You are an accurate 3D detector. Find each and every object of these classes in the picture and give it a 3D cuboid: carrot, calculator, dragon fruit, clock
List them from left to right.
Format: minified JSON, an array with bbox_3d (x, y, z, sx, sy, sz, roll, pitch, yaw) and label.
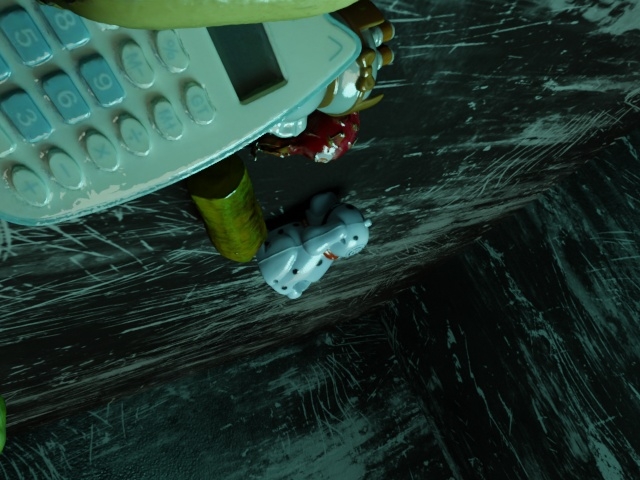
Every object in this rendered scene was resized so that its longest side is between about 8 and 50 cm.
[{"bbox_3d":[-0.163,-0.170,0.402,0.386,0.054,0.256,-31,123,-12],"label":"calculator"},{"bbox_3d":[-0.161,-0.049,0.871,0.114,0.114,0.302,-23,159,-9],"label":"carrot"},{"bbox_3d":[-0.020,-0.161,0.792,0.190,0.094,0.094,-23,162,7],"label":"dragon fruit"},{"bbox_3d":[-0.003,-0.001,1.104,0.254,0.189,0.189,-32,161,22],"label":"clock"}]

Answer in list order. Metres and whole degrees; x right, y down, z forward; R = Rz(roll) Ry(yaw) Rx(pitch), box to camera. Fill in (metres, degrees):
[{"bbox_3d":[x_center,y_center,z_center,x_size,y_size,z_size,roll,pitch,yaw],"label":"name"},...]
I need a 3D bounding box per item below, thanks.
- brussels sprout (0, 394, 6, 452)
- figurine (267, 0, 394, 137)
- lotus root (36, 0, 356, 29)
[{"bbox_3d":[-0.693,0.308,0.829,0.268,0.344,0.344,-17,161,-45],"label":"brussels sprout"},{"bbox_3d":[-0.006,-0.199,0.565,0.271,0.143,0.143,-46,180,-44],"label":"figurine"},{"bbox_3d":[-0.055,-0.212,0.317,0.303,0.146,0.130,-11,115,-14],"label":"lotus root"}]
